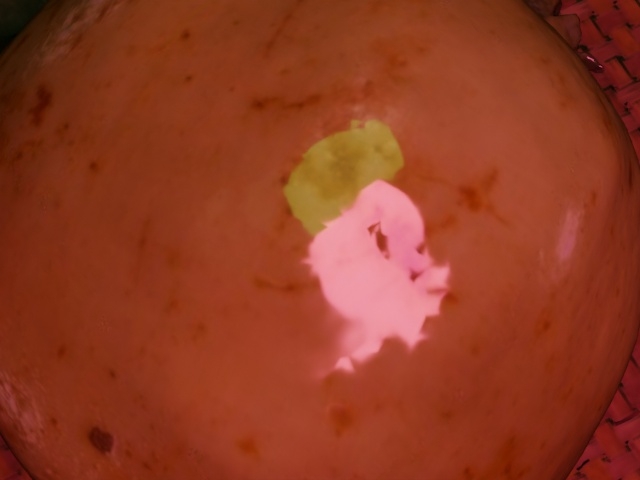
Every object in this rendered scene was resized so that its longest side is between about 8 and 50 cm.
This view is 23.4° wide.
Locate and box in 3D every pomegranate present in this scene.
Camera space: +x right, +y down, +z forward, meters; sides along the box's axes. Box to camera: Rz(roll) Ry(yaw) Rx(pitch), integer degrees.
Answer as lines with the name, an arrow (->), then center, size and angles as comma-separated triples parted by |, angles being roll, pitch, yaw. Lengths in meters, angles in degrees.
pomegranate -> 0.000, 0.000, 0.711 | 0.343, 0.342, 0.342 | 1, 69, -2

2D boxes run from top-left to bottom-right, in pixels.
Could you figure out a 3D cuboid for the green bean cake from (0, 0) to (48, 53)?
green bean cake -> -0.212, -0.137, 0.804 | 0.227, 0.125, 0.222 | 41, 30, 16
